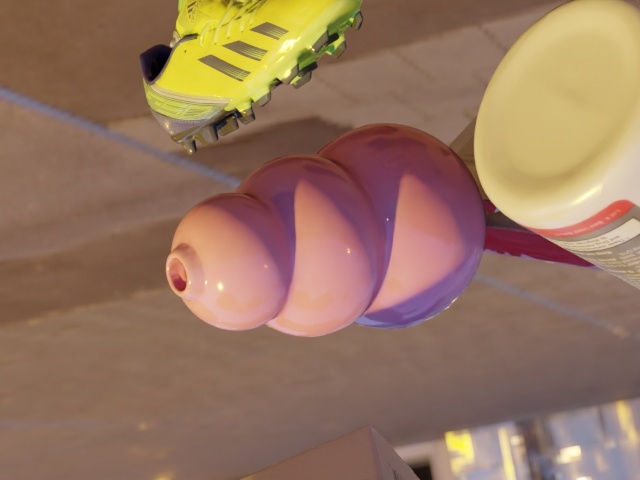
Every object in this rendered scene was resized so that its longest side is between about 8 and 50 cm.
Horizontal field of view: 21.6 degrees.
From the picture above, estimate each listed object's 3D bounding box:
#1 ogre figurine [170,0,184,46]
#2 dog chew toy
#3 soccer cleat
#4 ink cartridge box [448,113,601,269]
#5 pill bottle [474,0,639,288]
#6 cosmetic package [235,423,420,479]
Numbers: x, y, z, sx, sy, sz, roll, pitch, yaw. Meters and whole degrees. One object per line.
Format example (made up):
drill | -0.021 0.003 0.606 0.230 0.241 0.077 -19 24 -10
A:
ogre figurine | -0.126 -0.292 2.299 0.197 0.097 0.118 12 114 -54
dog chew toy | 0.000 0.000 1.633 0.332 0.207 0.206 -12 173 -35
soccer cleat | -0.071 -0.165 1.404 0.093 0.121 0.289 -32 -178 -35
ink cartridge box | 0.275 -0.060 1.775 0.272 0.130 0.309 -46 -150 -23
pill bottle | 0.325 -0.050 1.469 0.363 0.210 0.210 26 148 -36
cosmetic package | -0.036 0.332 1.791 0.296 0.129 0.153 -25 137 15
